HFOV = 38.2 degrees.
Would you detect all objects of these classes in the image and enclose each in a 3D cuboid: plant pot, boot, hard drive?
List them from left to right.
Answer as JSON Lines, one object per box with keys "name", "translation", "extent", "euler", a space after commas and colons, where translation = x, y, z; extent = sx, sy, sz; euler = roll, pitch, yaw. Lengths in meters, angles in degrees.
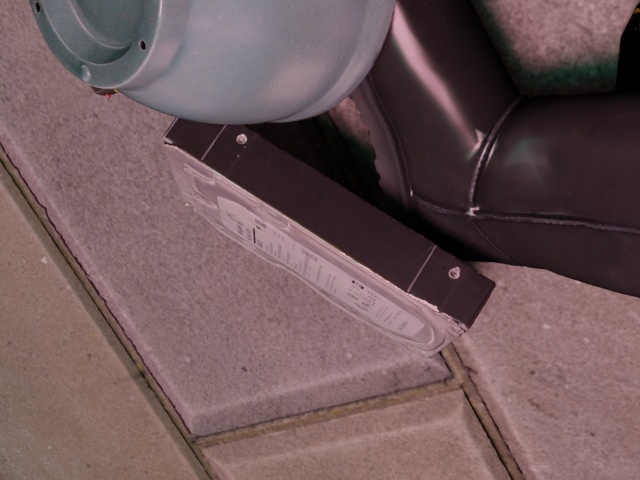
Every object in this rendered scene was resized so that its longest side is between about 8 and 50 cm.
{"name": "plant pot", "translation": [-0.110, -0.222, 0.742], "extent": [0.293, 0.196, 0.293], "euler": [17, 117, 37]}
{"name": "hard drive", "translation": [0.000, 0.000, 0.959], "extent": [0.339, 0.064, 0.237], "euler": [33, 167, 5]}
{"name": "boot", "translation": [0.244, -0.106, 0.758], "extent": [0.445, 0.146, 0.367], "euler": [13, 137, 38]}

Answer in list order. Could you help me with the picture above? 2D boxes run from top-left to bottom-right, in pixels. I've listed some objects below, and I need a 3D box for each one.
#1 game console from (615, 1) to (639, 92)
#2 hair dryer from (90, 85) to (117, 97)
{"name": "game console", "translation": [0.426, -0.092, 0.771], "extent": [0.361, 0.044, 0.213], "euler": [10, 125, 33]}
{"name": "hair dryer", "translation": [-0.197, -0.285, 0.957], "extent": [0.293, 0.080, 0.223], "euler": [-20, 108, 31]}
